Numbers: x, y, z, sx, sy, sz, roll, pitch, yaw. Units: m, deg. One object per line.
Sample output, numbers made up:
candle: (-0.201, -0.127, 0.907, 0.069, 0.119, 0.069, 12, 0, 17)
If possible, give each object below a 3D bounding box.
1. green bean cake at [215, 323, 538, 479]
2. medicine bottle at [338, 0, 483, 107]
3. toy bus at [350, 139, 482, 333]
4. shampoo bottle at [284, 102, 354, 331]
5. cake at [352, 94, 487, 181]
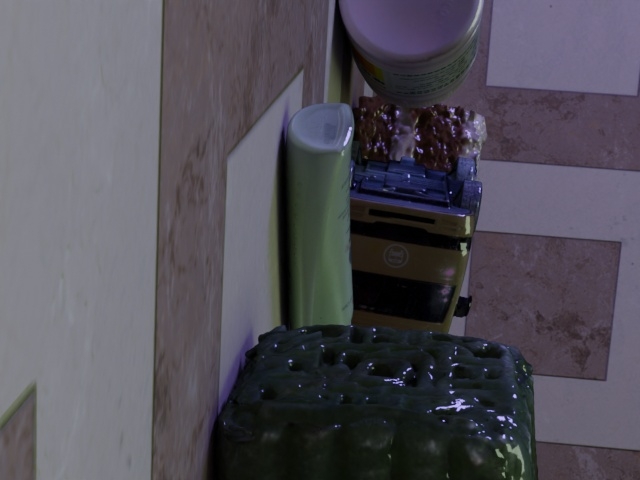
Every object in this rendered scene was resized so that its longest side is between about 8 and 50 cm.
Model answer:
green bean cake: (0.037, 0.113, 0.828, 0.173, 0.181, 0.094, -58, 151, -74)
medicine bottle: (0.089, -0.208, 1.388, 0.249, 0.133, 0.133, 32, 63, -84)
toy bus: (0.068, 0.000, 1.338, 0.289, 0.139, 0.157, -77, 175, -80)
shampoo bottle: (0.000, 0.000, 1.033, 0.072, 0.049, 0.212, -86, 177, -45)
cake: (0.108, -0.083, 1.612, 0.134, 0.147, 0.135, 48, 49, -82)
